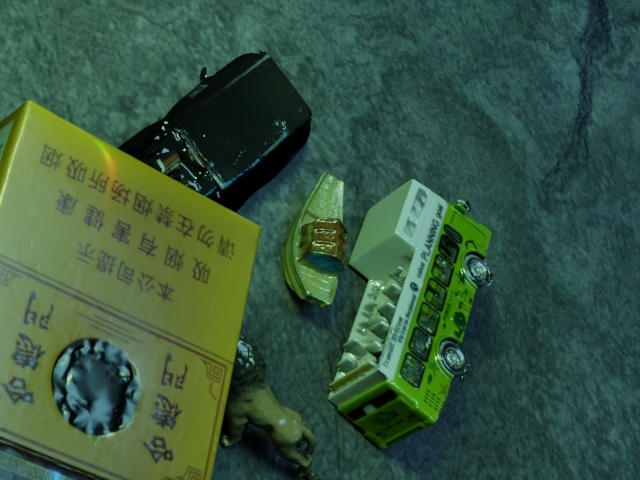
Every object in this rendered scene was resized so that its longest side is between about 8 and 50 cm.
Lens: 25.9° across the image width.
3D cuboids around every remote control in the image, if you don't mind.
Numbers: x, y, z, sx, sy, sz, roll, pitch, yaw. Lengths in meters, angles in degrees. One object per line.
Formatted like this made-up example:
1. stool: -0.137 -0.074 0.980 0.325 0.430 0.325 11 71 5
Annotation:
1. remote control: -0.131 -0.084 1.467 0.144 0.062 0.399 52 41 -8

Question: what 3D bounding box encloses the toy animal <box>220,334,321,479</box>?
1. toy animal: -0.059 0.176 1.371 0.220 0.086 0.069 54 39 -33

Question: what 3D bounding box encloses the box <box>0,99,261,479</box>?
1. box: -0.212 0.126 1.165 0.264 0.115 0.415 30 55 -30

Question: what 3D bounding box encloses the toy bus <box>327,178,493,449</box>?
1. toy bus: 0.098 0.077 1.565 0.139 0.113 0.302 37 44 -17

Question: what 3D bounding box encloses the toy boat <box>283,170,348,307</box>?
1. toy boat: 0.000 0.000 1.544 0.065 0.066 0.172 29 46 -26
